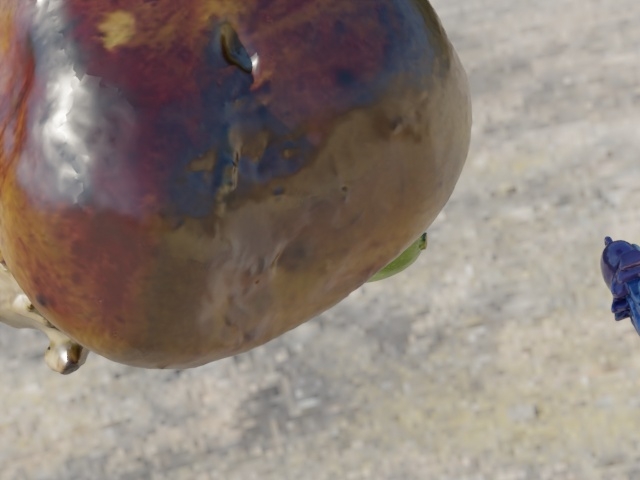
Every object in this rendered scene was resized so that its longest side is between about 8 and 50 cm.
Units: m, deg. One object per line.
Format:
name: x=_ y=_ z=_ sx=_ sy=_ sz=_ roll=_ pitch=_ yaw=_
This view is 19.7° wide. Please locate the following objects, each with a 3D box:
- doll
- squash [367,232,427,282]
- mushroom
doll: x=0.352 y=0.071 z=2.007 sx=0.067 sy=0.110 sz=0.206 roll=-18 pitch=51 yaw=-5
squash: x=0.000 y=0.000 z=1.632 sx=0.188 sy=0.095 sz=0.095 roll=2 pitch=15 yaw=-4
mushroom: x=-0.088 y=-0.074 z=1.216 sx=0.345 sy=0.345 sz=0.259 roll=-20 pitch=-18 yaw=-24
